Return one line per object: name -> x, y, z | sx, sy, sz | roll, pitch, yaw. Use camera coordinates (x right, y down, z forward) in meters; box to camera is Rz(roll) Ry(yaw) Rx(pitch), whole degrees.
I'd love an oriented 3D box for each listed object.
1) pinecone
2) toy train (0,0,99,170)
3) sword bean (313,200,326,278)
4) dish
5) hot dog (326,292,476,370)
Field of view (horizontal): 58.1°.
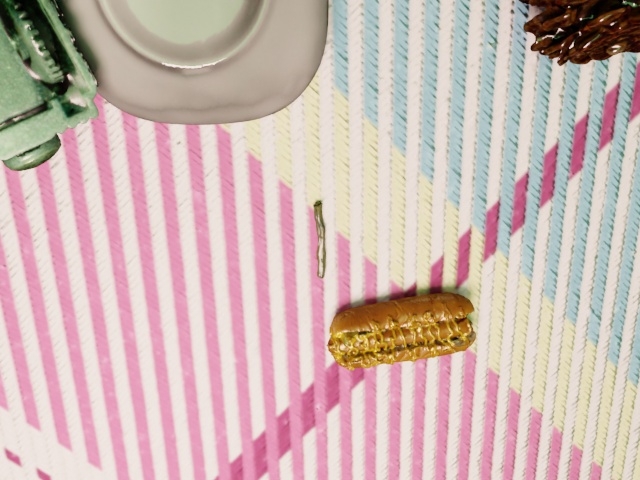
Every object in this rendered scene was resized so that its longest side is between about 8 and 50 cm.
pinecone -> 0.244, -0.241, 0.481 | 0.162, 0.163, 0.166 | -13, 95, -1
toy train -> -0.294, -0.209, 0.423 | 0.138, 0.178, 0.331 | -30, 114, -16
sword bean -> 0.000, 0.000, 0.604 | 0.012, 0.012, 0.084 | -4, 107, -4
dish -> -0.104, -0.208, 0.471 | 0.255, 0.117, 0.257 | -2, 109, -5
hot dog -> 0.086, 0.099, 0.626 | 0.164, 0.045, 0.071 | -9, 110, -4
